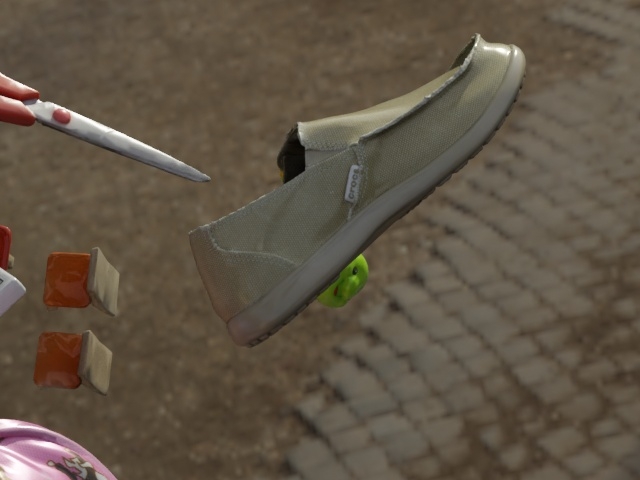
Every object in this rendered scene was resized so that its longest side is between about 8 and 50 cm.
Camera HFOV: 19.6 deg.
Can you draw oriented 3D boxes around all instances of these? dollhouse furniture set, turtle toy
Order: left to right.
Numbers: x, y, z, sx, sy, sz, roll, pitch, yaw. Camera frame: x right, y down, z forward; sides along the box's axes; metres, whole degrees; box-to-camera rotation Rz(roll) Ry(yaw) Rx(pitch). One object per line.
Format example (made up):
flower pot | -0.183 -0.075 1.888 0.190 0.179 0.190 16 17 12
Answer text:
dollhouse furniture set | -0.324 0.108 1.602 0.262 0.259 0.135 4 -16 5
turtle toy | 0.000 0.000 1.300 0.066 0.095 0.130 5 33 -4

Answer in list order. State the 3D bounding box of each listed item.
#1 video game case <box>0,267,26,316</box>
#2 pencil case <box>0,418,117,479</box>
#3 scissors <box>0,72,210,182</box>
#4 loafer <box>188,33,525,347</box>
video game case | -0.310 0.068 1.459 0.143 0.019 0.157 -45 26 -12
pencil case | -0.278 0.263 1.179 0.386 0.160 0.167 -35 51 34
scissors | -0.231 -0.115 1.535 0.297 0.021 0.109 10 47 -23
loafer | 0.023 -0.048 1.184 0.268 0.092 0.102 -44 3 -15
